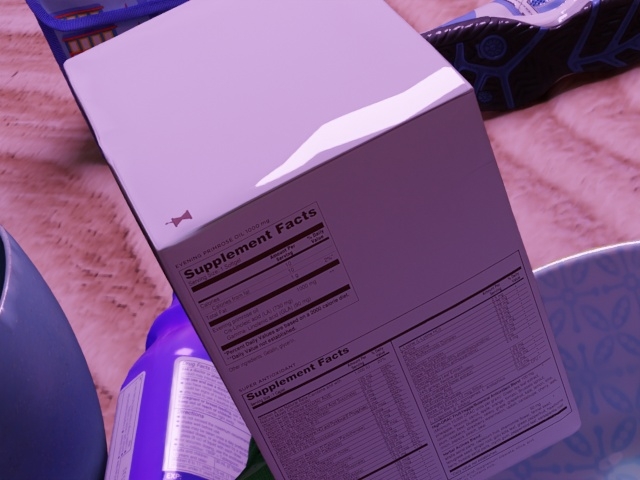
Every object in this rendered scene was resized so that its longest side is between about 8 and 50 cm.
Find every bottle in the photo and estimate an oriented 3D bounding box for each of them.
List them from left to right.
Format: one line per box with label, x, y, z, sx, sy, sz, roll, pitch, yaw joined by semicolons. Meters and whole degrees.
bottle;-0.072;0.118;0.991;0.092;0.118;0.283;-41;28;29

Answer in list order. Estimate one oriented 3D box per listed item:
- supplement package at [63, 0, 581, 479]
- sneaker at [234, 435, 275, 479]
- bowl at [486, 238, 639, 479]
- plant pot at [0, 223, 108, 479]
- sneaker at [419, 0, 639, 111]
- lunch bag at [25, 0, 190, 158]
supplement package;0.000;0.000;0.756;0.149;0.203;0.194;-27;36;-5
sneaker;-0.005;0.106;0.911;0.123;0.109;0.295;35;32;8
bowl;0.171;0.150;0.776;0.289;0.156;0.289;-17;36;13
plant pot;-0.243;0.150;0.971;0.290;0.195;0.290;-27;35;21
sneaker;0.168;-0.161;1.237;0.211;0.080;0.081;-11;31;4
lunch bag;-0.132;-0.237;1.316;0.220;0.293;0.138;-10;39;21
